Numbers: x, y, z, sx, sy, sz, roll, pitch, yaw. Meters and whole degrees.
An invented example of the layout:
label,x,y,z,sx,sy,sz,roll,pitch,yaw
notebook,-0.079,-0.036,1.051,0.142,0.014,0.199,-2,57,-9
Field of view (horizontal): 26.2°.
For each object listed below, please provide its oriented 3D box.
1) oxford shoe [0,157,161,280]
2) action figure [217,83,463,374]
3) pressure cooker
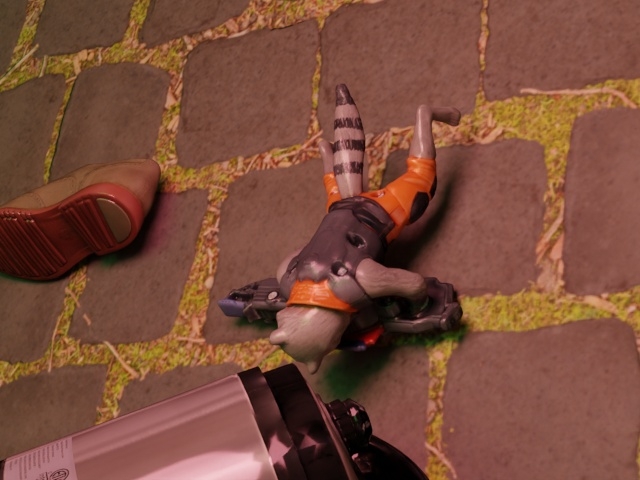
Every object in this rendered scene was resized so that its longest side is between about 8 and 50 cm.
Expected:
label,x,y,z,sx,sy,sz,roll,pitch,yaw
oxford shoe,-0.361,-0.034,1.962,0.348,0.123,0.130,-10,33,34
action figure,0.000,0.000,1.604,0.341,0.178,0.330,-7,52,32
pressure cooker,-0.083,0.318,1.304,0.420,0.375,0.369,-21,61,-7
